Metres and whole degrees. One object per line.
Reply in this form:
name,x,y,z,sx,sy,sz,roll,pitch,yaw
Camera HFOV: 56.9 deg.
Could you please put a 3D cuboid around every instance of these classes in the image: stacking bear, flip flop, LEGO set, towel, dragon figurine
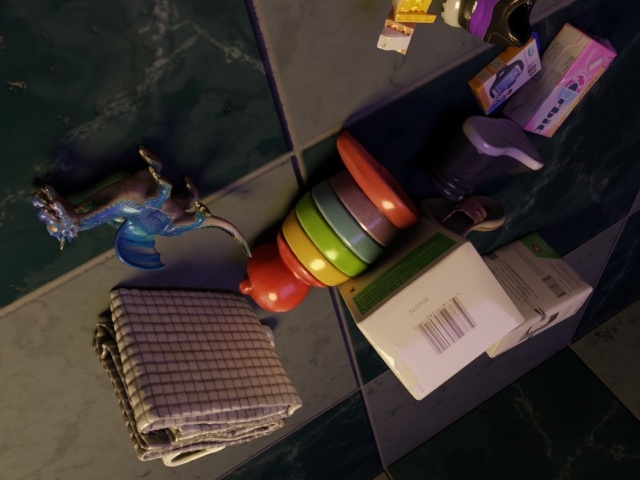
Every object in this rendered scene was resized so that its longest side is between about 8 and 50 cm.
stacking bear,0.000,0.000,0.930,0.289,0.164,0.175,-40,147,13
flip flop,0.283,-0.061,1.145,0.277,0.112,0.080,-9,143,-42
LEGO set,0.075,-0.322,0.614,0.132,0.107,0.287,-14,160,23
towel,-0.196,0.204,0.923,0.283,0.235,0.121,7,133,-47
dragon figurine,-0.220,-0.021,0.754,0.144,0.085,0.289,-42,146,8

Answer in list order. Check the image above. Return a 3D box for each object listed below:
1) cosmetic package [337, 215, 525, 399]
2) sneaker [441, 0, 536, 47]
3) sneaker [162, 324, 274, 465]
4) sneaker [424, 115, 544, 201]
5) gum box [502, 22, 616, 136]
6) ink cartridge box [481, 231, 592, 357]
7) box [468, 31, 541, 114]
cosmetic package,0.145,0.078,0.965,0.197,0.365,0.155,-38,103,0
sneaker,0.265,-0.366,0.703,0.102,0.146,0.293,-31,152,-35
sneaker,-0.183,0.298,1.108,0.292,0.169,0.108,-34,145,-7
sneaker,0.295,-0.142,1.083,0.295,0.105,0.147,-3,148,-49
gum box,0.424,-0.282,1.045,0.107,0.062,0.188,1,132,-43
ink cartridge box,0.484,0.130,1.478,0.289,0.211,0.122,-21,145,-21
box,0.313,-0.280,0.980,0.136,0.028,0.081,-40,147,8
